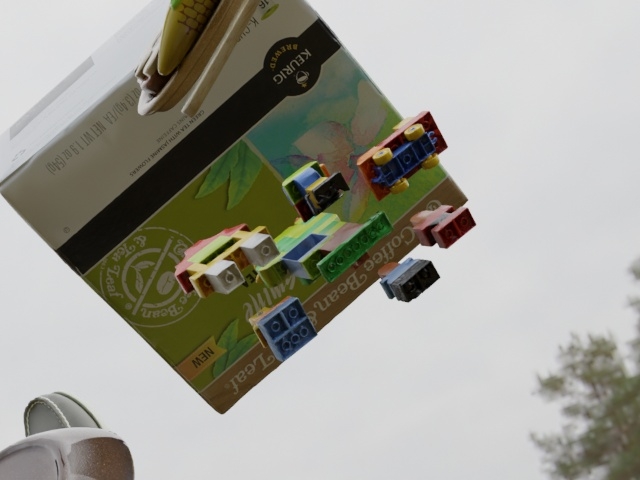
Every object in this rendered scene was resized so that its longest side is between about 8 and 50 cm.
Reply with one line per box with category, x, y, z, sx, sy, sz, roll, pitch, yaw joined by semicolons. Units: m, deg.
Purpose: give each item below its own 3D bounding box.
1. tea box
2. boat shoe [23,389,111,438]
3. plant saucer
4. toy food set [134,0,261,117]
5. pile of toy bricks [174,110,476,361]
tea box;-0.095;-0.072;1.336;0.329;0.220;0.323;-42;-68;2
boat shoe;-0.290;0.297;1.581;0.091;0.305;0.109;8;-52;-45
plant saucer;-0.283;0.277;1.128;0.311;0.310;0.050;-34;-61;25
toy food set;-0.073;-0.130;0.733;0.039;0.192;0.132;30;-91;-17
pile of toy bricks;0.000;0.000;0.949;0.212;0.118;0.105;-37;21;-22
